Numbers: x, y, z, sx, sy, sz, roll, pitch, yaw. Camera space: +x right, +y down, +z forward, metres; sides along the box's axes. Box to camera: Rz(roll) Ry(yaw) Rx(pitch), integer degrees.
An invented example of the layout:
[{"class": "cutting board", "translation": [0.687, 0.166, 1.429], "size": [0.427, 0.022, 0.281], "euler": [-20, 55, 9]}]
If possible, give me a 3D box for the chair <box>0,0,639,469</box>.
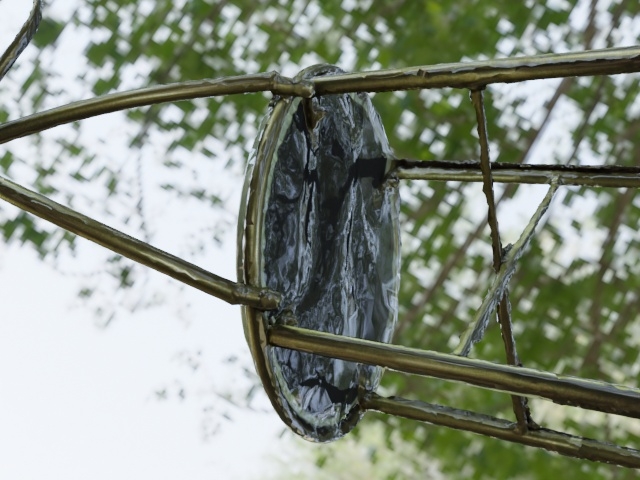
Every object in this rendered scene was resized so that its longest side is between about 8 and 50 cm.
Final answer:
[{"class": "chair", "translation": [0.000, 0.000, 0.620], "size": [0.326, 0.159, 0.170], "euler": [2, -18, 22]}]
